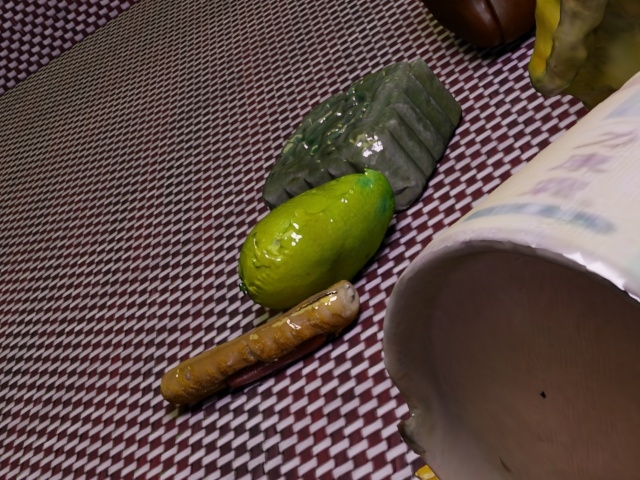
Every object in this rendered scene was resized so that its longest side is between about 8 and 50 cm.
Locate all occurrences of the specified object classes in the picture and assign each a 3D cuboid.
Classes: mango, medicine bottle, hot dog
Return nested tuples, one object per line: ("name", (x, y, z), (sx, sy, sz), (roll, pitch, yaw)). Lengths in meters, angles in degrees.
("mango", (0.000, 0.001, 1.277), (0.178, 0.100, 0.119), (-38, 13, -20))
("medicine bottle", (0.250, -0.001, 0.751), (0.406, 0.235, 0.236), (-38, 20, -34))
("hot dog", (-0.057, 0.102, 1.234), (0.216, 0.047, 0.066), (-28, -12, 17))

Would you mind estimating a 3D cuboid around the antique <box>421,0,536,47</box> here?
("antique", (0.167, -0.322, 1.509), (0.129, 0.223, 0.278), (-32, -10, 3))

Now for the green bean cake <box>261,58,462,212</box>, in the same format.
("green bean cake", (0.039, -0.096, 1.427), (0.185, 0.094, 0.183), (-22, 28, 40))

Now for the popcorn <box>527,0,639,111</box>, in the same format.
("popcorn", (0.297, -0.232, 1.066), (0.312, 0.312, 0.312), (-30, 24, 15))

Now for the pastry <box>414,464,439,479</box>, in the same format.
("pastry", (0.073, 0.219, 0.769), (0.154, 0.102, 0.250), (-24, 28, 21))
